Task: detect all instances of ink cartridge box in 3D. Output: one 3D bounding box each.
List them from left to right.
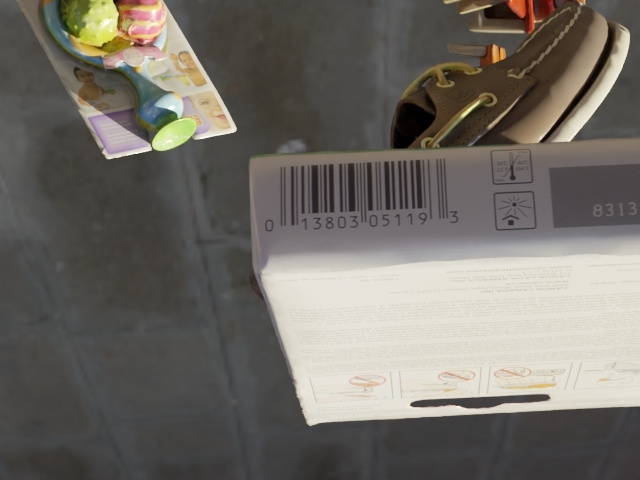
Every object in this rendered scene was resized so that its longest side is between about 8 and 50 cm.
[{"bbox_3d":[0.071,0.026,0.594,0.180,0.056,0.225,-3,160,4],"label":"ink cartridge box"}]

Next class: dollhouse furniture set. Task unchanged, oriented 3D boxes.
[{"bbox_3d":[0.213,-0.283,1.480,0.135,0.262,0.259,-4,-176,13],"label":"dollhouse furniture set"}]

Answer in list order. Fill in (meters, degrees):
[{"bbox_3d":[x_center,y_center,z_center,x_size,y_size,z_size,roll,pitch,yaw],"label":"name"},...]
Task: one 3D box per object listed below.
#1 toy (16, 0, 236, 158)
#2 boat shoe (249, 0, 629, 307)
[{"bbox_3d":[-0.175,-0.188,1.198,0.136,0.237,0.056,-16,159,-36],"label":"toy"},{"bbox_3d":[0.083,-0.055,0.874,0.096,0.324,0.116,42,157,-5],"label":"boat shoe"}]
